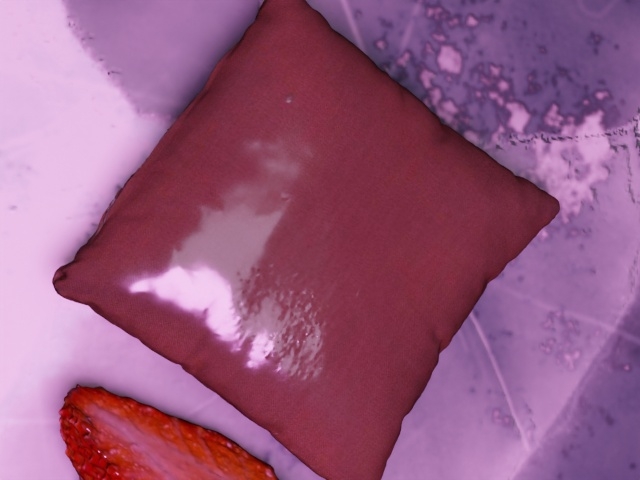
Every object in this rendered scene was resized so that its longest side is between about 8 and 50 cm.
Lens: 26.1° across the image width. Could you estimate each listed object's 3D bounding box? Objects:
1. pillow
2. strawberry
[{"bbox_3d":[0.000,0.000,1.085,0.305,0.108,0.308,37,77,-13],"label":"pillow"},{"bbox_3d":[-0.102,0.218,1.039,0.236,0.175,0.106,43,110,23],"label":"strawberry"}]
